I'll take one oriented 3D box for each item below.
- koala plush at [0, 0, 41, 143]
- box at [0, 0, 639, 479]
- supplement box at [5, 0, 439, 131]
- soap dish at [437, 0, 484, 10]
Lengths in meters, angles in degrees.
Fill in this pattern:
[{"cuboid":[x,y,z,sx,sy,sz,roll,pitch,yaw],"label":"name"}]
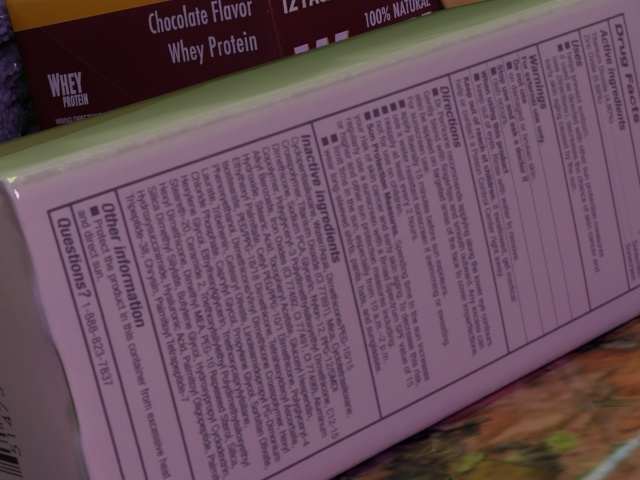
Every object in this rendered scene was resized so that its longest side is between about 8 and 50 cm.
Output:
[{"cuboid":[-0.215,-0.072,0.929,0.203,0.221,0.196,-27,39,0],"label":"koala plush"},{"cuboid":[0.000,0.000,0.612,0.311,0.148,0.121,-20,13,-37],"label":"box"},{"cuboid":[-0.038,-0.061,0.811,0.191,0.194,0.129,-3,16,42],"label":"supplement box"},{"cuboid":[0.218,-0.153,0.955,0.290,0.118,0.229,-12,-21,12],"label":"soap dish"}]
